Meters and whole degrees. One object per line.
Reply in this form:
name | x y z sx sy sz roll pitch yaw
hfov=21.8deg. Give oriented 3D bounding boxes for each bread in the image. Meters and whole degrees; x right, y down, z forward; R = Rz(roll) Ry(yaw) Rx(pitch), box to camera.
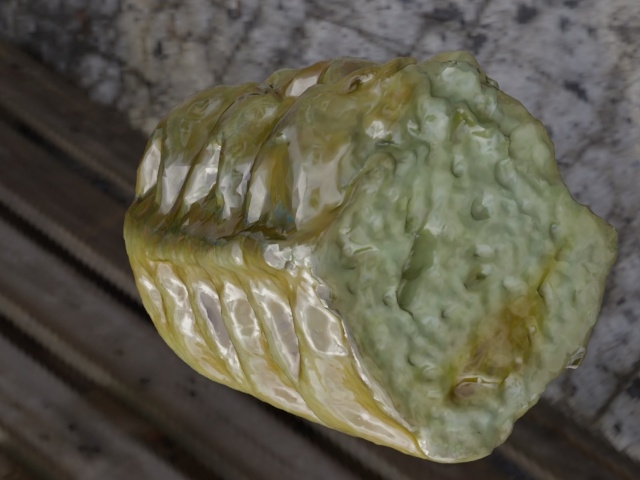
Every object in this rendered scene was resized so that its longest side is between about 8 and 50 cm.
bread | 0.000 0.000 0.711 0.267 0.130 0.152 7 84 65
